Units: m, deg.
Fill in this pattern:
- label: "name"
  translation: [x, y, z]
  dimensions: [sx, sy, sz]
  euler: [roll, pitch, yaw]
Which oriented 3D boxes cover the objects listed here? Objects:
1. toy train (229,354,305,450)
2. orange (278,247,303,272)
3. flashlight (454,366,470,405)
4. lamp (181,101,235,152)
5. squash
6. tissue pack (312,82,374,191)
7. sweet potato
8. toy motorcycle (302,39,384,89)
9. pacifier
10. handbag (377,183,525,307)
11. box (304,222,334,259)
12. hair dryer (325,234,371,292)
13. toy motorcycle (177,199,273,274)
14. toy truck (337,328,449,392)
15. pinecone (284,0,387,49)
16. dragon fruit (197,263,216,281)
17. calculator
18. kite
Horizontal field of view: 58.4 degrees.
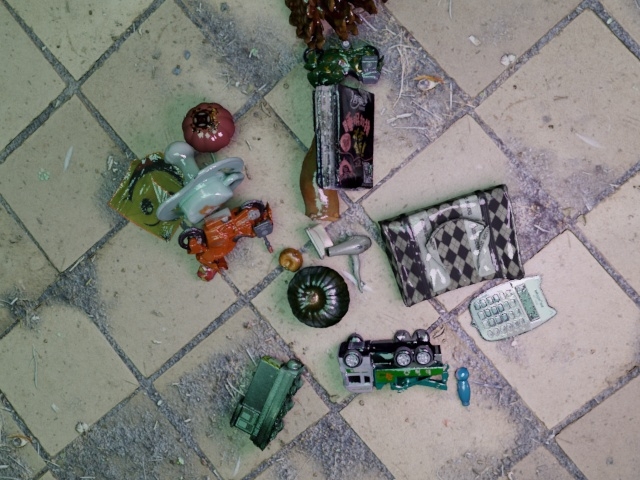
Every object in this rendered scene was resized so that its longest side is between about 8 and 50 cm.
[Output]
- label: "toy train"
  translation: [-0.181, 0.542, 1.959]
  dimensions: [0.178, 0.138, 0.331]
  euler: [24, 95, 11]
- label: "orange"
  translation: [-0.100, 0.064, 1.964]
  dimensions: [0.086, 0.062, 0.086]
  euler: [4, 109, 11]
- label: "flashlight"
  translation: [0.476, 0.484, 1.897]
  dimensions: [0.051, 0.051, 0.129]
  euler: [-10, 93, 9]
- label: "lamp"
  translation: [-0.381, -0.382, 1.959]
  dimensions: [0.181, 0.140, 0.182]
  euler: [-1, 74, 4]
- label: "squash"
  translation: [-0.008, 0.186, 1.898]
  dimensions: [0.218, 0.172, 0.218]
  euler: [14, 114, 33]
- label: "tissue pack"
  translation: [0.083, -0.324, 1.836]
  dimensions: [0.123, 0.245, 0.333]
  euler: [2, 95, 34]
- label: "sweet potato"
  translation: [-0.008, -0.228, 1.908]
  dimensions: [0.131, 0.131, 0.337]
  euler: [-5, 91, 9]
- label: "toy motorcycle"
  translation: [0.072, -0.559, 1.886]
  dimensions: [0.274, 0.125, 0.187]
  euler: [1, 83, 9]
- label: "pacifier"
  translation: [-0.413, -0.210, 1.893]
  dimensions: [0.343, 0.288, 0.269]
  euler: [-33, 82, 17]
- label: "handbag"
  translation: [0.425, 0.028, 1.831]
  dimensions: [0.415, 0.180, 0.317]
  euler: [-18, 94, 5]
- label: "box"
  translation: [0.000, 0.000, 1.935]
  dimensions: [0.062, 0.089, 0.122]
  euler: [-28, 88, -1]
- label: "hair dryer"
  translation: [0.086, 0.080, 1.909]
  dimensions: [0.167, 0.067, 0.199]
  euler: [2, 100, -29]
- label: "toy motorcycle"
  translation: [-0.303, -0.012, 1.939]
  dimensions: [0.325, 0.221, 0.148]
  euler: [-25, 46, -5]
- label: "toy truck"
  translation: [0.239, 0.404, 1.874]
  dimensions: [0.363, 0.176, 0.178]
  euler: [-1, 104, 8]
- label: "pinecone"
  translation: [0.056, -0.804, 1.792]
  dimensions: [0.383, 0.384, 0.385]
  euler: [0, 92, 9]
- label: "dragon fruit"
  translation: [-0.396, 0.106, 2.012]
  dimensions: [0.056, 0.060, 0.083]
  euler: [36, 95, 9]
- label: "calculator"
  translation: [0.617, 0.226, 1.870]
  dimensions: [0.268, 0.040, 0.177]
  euler: [-23, 88, 10]
- label: "kite"
  translation: [-0.590, -0.149, 2.056]
  dimensions: [0.377, 0.013, 0.328]
  euler: [-16, 90, 8]
